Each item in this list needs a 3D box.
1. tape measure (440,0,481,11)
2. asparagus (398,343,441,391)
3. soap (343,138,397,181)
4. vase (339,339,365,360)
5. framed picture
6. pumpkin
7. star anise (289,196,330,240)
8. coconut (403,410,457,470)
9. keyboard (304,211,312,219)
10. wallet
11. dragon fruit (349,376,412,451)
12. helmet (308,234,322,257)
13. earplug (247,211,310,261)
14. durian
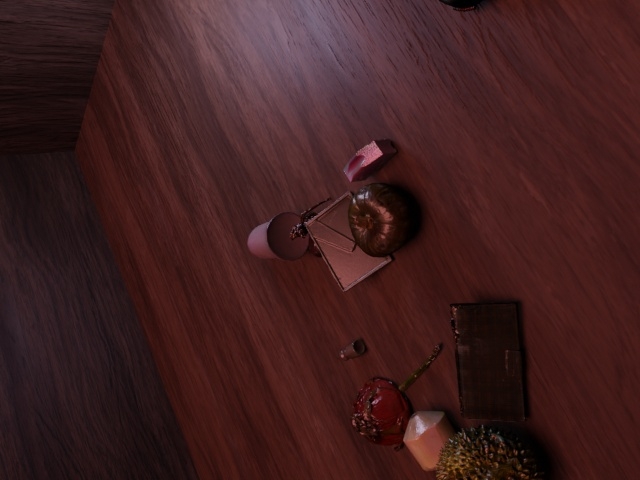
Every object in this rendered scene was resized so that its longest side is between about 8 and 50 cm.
[{"bbox_3d":[0.321,-0.638,1.165,0.222,0.135,0.202,34,115,36],"label":"tape measure"},{"bbox_3d":[0.300,0.387,1.549,0.249,0.025,0.024,-62,41,39],"label":"asparagus"},{"bbox_3d":[0.139,-0.230,1.506,0.149,0.100,0.056,-43,68,45],"label":"soap"},{"bbox_3d":[0.106,0.376,1.750,0.100,0.053,0.053,-43,68,51],"label":"vase"},{"bbox_3d":[0.084,0.003,1.625,0.192,0.018,0.266,-34,72,15],"label":"framed picture"},{"bbox_3d":[0.165,-0.062,1.478,0.218,0.162,0.219,17,112,50],"label":"pumpkin"},{"bbox_3d":[-0.032,-0.072,1.738,0.070,0.190,0.097,51,-179,-5],"label":"star anise"},{"bbox_3d":[0.316,0.569,1.491,0.153,0.147,0.147,57,136,14],"label":"coconut"},{"bbox_3d":[-0.013,-0.025,1.807,0.053,0.010,0.155,-36,73,46],"label":"keyboard"},{"bbox_3d":[0.429,0.310,1.316,0.168,0.044,0.318,-5,99,19],"label":"wallet"},{"bbox_3d":[0.173,0.571,1.649,0.218,0.148,0.224,34,125,37],"label":"dragon fruit"},{"bbox_3d":[0.000,0.000,1.742,0.098,0.070,0.123,15,106,38],"label":"helmet"},{"bbox_3d":[-0.186,-0.001,1.905,0.301,0.172,0.173,-10,93,58],"label":"earplug"},{"bbox_3d":[0.428,0.589,1.291,0.291,0.291,0.225,26,109,42],"label":"durian"}]
